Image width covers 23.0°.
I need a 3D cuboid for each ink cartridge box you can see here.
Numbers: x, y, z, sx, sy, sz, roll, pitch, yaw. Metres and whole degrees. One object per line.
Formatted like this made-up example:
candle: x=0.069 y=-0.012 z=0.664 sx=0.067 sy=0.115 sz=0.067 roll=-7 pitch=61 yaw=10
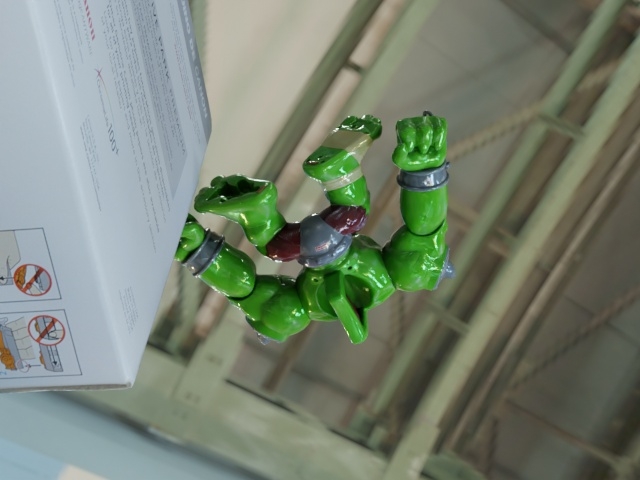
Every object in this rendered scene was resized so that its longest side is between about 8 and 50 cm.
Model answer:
ink cartridge box: x=-0.158 y=-0.123 z=0.801 sx=0.130 sy=0.309 sz=0.272 roll=-4 pitch=-149 yaw=9

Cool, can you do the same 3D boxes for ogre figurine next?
ogre figurine: x=0.000 y=0.000 z=1.009 sx=0.197 sy=0.118 sz=0.097 roll=-28 pitch=-154 yaw=-6
